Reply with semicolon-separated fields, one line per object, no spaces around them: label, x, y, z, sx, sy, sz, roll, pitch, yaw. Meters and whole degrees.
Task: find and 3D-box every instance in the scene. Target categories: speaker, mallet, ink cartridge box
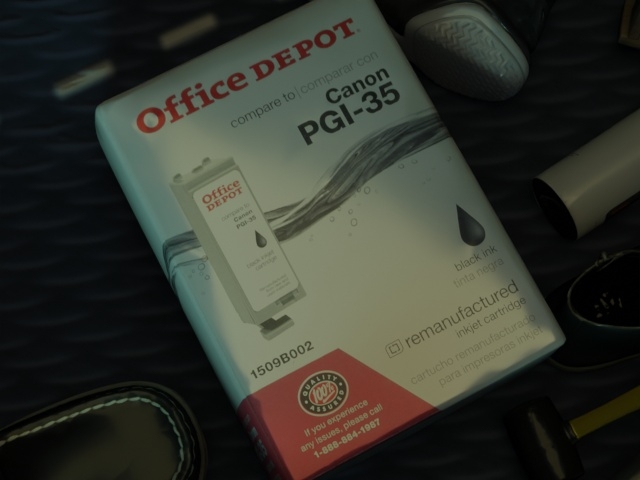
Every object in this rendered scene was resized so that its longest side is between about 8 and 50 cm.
speaker;0.217;-0.057;1.061;0.136;0.055;0.055;-33;80;-10
mallet;0.206;0.096;0.994;0.189;0.039;0.062;-38;73;19
ink cartridge box;0.000;0.000;1.004;0.207;0.117;0.283;-27;79;-8

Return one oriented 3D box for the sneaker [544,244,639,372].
sneaker;0.257;0.026;1.010;0.222;0.118;0.083;-24;79;-8

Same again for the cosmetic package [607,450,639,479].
cosmetic package;0.251;0.208;0.971;0.309;0.113;0.160;-40;81;-10

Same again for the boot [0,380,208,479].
boot;-0.240;0.188;0.861;0.377;0.284;0.138;-25;79;-7

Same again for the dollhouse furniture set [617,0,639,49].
dollhouse furniture set;0.304;-0.267;1.098;0.212;0.161;0.242;15;54;1

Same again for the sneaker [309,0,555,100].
sneaker;0.062;-0.227;1.075;0.268;0.101;0.153;35;77;0
